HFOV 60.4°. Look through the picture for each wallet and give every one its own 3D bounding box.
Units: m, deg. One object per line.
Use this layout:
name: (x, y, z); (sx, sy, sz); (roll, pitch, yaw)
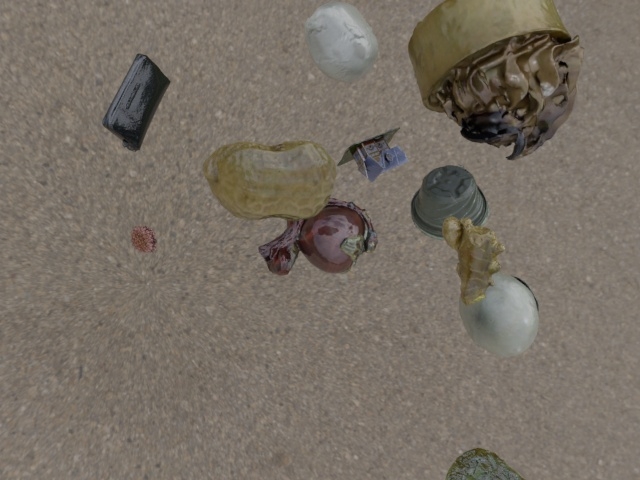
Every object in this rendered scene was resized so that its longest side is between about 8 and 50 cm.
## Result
wallet: (-0.505, -0.378, 1.516); (0.044, 0.149, 0.249); (15, 75, 23)

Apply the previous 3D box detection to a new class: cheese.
cheese: (0.053, -0.490, 1.376); (0.189, 0.154, 0.198); (50, 32, -4)

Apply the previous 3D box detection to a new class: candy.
candy: (0.569, 0.240, 1.798); (0.185, 0.296, 0.295); (-16, 91, -43)

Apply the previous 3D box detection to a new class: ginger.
ginger: (0.334, 0.039, 1.166); (0.115, 0.081, 0.205); (-15, 107, 16)

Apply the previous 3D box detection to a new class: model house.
model house: (0.143, -0.208, 1.410); (0.167, 0.117, 0.088); (-24, 79, -24)

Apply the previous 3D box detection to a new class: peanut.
peanut: (-0.090, -0.107, 0.977); (0.233, 0.196, 0.110); (-2, 60, -13)

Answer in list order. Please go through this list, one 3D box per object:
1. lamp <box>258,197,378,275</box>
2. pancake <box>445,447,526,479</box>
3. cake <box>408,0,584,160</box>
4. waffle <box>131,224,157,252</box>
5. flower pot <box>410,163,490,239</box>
lamp: (0.005, 0.004, 1.218); (0.224, 0.151, 0.214); (18, 76, 22)
pancake: (0.180, 0.271, 0.577); (0.108, 0.017, 0.108); (10, 43, -10)
cake: (0.376, -0.330, 1.160); (0.333, 0.332, 0.320); (-14, 78, -18)
waffle: (-0.480, -0.003, 1.489); (0.083, 0.029, 0.075); (18, 111, 22)
flower pot: (0.375, -0.127, 1.605); (0.236, 0.140, 0.235); (-6, 52, 7)
